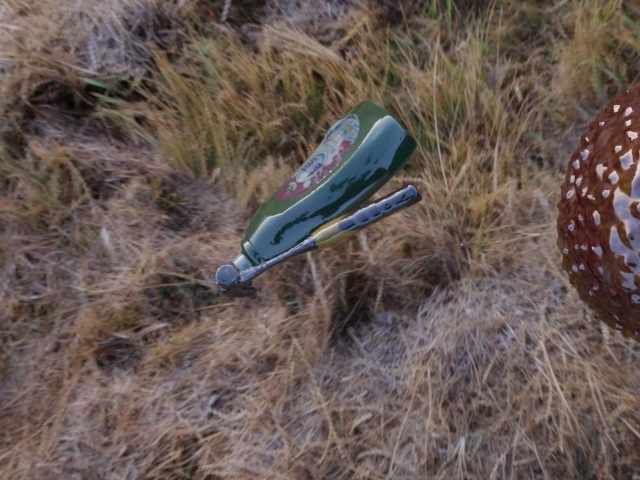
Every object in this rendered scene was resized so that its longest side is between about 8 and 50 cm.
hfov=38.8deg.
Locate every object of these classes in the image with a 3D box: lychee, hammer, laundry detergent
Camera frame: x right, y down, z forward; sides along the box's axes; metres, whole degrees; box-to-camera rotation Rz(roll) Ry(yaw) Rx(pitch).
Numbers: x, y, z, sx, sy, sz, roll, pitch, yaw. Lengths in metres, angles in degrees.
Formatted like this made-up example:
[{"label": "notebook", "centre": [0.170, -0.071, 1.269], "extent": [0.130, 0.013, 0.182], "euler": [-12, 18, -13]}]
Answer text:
[{"label": "lychee", "centre": [0.337, -0.027, 0.831], "extent": [0.261, 0.260, 0.260], "euler": [0, 90, 9]}, {"label": "hammer", "centre": [0.000, 0.000, 0.814], "extent": [0.201, 0.078, 0.021], "euler": [-26, 76, -7]}, {"label": "laundry detergent", "centre": [-0.006, -0.047, 0.903], "extent": [0.211, 0.137, 0.063], "euler": [-44, 113, 4]}]
